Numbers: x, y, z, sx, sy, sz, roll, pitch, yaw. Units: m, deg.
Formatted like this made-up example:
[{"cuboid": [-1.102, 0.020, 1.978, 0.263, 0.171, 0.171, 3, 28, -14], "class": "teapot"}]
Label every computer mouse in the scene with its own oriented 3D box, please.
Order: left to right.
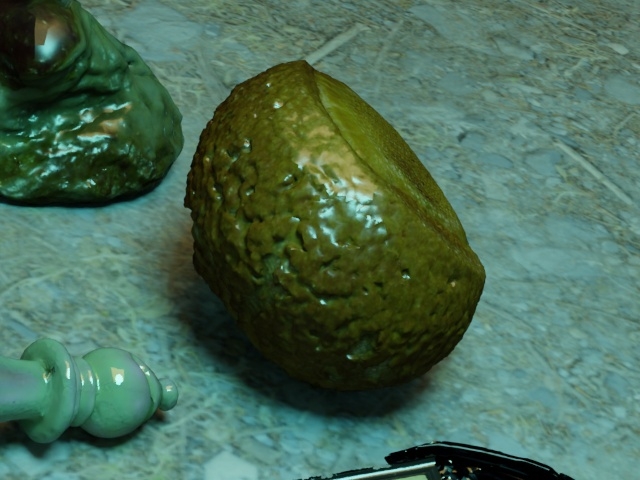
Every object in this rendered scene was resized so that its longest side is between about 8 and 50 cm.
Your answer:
[{"cuboid": [0.155, 0.222, 1.262, 0.242, 0.077, 0.146, 24, 30, 11], "class": "computer mouse"}]

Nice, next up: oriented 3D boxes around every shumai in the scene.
[{"cuboid": [-0.232, -0.163, 1.553, 0.222, 0.203, 0.272, 26, 28, 11], "class": "shumai"}]

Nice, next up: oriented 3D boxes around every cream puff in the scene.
[{"cuboid": [0.000, 0.000, 1.396, 0.303, 0.212, 0.303, 49, 9, -11], "class": "cream puff"}]

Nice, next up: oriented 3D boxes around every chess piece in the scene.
[{"cuboid": [-0.220, 0.110, 1.213, 0.272, 0.139, 0.139, 6, 32, -39], "class": "chess piece"}]

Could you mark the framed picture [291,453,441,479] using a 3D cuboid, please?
[{"cuboid": [0.015, 0.238, 1.171, 0.199, 0.010, 0.195, -9, 37, -10], "class": "framed picture"}]
